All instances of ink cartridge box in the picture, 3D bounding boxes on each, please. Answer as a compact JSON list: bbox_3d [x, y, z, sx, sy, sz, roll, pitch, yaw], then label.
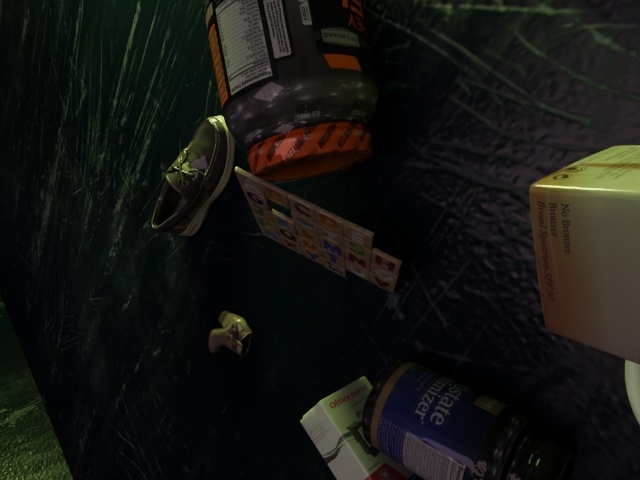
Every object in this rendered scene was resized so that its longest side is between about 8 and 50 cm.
[{"bbox_3d":[0.060,0.288,0.651,0.150,0.109,0.063,51,127,24],"label":"ink cartridge box"}]

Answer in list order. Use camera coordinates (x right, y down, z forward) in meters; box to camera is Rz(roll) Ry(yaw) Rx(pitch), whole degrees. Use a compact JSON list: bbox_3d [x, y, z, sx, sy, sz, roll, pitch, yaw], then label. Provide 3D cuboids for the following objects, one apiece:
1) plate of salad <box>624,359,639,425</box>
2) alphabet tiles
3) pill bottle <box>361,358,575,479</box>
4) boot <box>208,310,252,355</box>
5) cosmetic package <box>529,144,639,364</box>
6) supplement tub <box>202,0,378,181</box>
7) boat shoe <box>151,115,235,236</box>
[{"bbox_3d":[0.373,0.125,0.376,0.199,0.048,0.200,-20,63,45],"label":"plate of salad"},{"bbox_3d":[0.000,0.000,0.627,0.237,0.198,0.009,27,71,15],"label":"alphabet tiles"},{"bbox_3d":[0.169,0.239,0.537,0.219,0.122,0.123,17,107,39],"label":"pill bottle"},{"bbox_3d":[-0.180,0.201,0.902,0.087,0.042,0.118,35,119,31],"label":"boot"},{"bbox_3d":[0.309,0.021,0.291,0.296,0.129,0.153,16,125,61],"label":"cosmetic package"},{"bbox_3d":[-0.041,-0.261,0.595,0.207,0.207,0.338,-11,89,42],"label":"supplement tub"},{"bbox_3d":[-0.257,-0.116,0.887,0.103,0.092,0.285,53,127,23],"label":"boat shoe"}]
